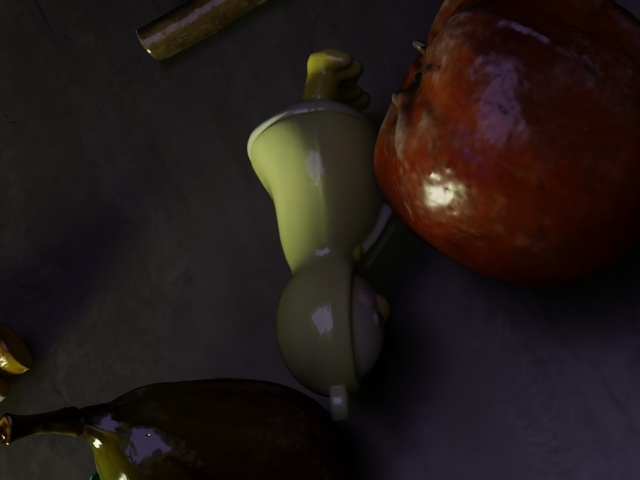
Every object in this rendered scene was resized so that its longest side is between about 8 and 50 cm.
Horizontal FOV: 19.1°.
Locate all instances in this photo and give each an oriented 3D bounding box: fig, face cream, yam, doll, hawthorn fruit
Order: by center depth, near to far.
[{"bbox_3d":[0.183,-0.071,1.414,0.271,0.242,0.242,26,82,-2],"label":"hawthorn fruit"},{"bbox_3d":[-0.114,0.169,1.427,0.145,0.274,0.170,11,81,66],"label":"fig"},{"bbox_3d":[0.012,-0.001,1.485,0.117,0.141,0.296,-9,67,-2],"label":"doll"},{"bbox_3d":[-0.330,0.138,1.630,0.182,0.051,0.072,-35,61,9],"label":"face cream"},{"bbox_3d":[-0.016,-0.251,1.644,0.327,0.045,0.045,-30,38,11],"label":"yam"}]

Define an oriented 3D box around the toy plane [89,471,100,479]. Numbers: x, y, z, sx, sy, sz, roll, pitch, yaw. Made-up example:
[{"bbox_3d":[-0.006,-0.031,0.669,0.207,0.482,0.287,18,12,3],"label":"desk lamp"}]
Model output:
[{"bbox_3d":[-0.214,0.251,1.518,0.235,0.096,0.060,-38,62,-14],"label":"toy plane"}]
